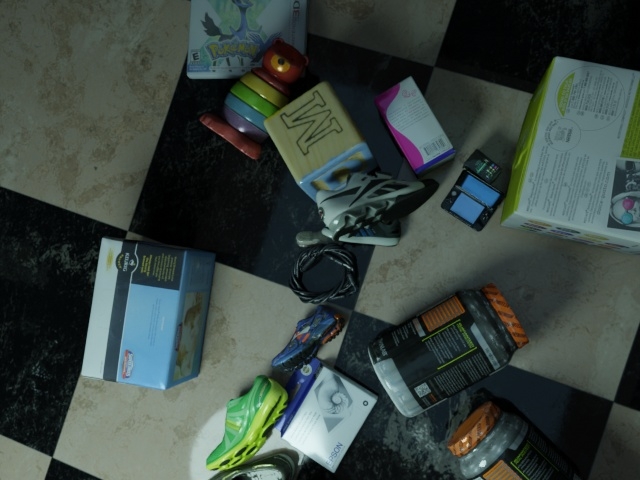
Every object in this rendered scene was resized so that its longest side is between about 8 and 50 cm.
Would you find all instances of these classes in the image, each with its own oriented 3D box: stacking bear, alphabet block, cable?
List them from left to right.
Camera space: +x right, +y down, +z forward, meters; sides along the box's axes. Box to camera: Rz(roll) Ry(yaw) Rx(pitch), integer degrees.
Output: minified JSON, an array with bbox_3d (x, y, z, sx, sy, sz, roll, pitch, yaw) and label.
[{"bbox_3d":[-0.148,-0.376,1.640,0.175,0.164,0.289,36,98,0],"label":"stacking bear"},{"bbox_3d":[-0.002,0.086,1.643,0.184,0.047,0.150,-11,99,16],"label":"cable"},{"bbox_3d":[0.004,-0.240,1.587,0.193,0.192,0.197,-31,73,5],"label":"alphabet block"}]

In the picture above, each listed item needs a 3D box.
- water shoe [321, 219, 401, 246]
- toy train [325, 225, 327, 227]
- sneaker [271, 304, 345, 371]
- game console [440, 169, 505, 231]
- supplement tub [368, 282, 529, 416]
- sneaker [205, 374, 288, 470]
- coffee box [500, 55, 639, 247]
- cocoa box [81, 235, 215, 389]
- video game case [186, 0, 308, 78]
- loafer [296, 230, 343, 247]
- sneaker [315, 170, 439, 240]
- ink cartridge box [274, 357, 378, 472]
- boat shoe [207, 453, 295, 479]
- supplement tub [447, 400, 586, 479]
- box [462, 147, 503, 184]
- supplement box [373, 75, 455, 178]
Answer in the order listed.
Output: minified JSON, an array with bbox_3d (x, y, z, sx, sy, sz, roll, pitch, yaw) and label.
[{"bbox_3d":[0.103,-0.033,1.617,0.203,0.073,0.080,6,93,-11],"label":"water shoe"},{"bbox_3d":[0.075,-0.097,1.652,0.125,0.046,0.166,21,91,10],"label":"toy train"},{"bbox_3d":[-0.039,0.253,1.638,0.221,0.083,0.087,-40,52,-4],"label":"sneaker"},{"bbox_3d":[0.376,-0.098,1.586,0.122,0.071,0.107,35,93,11],"label":"game console"},{"bbox_3d":[0.301,0.253,1.510,0.338,0.207,0.207,-30,82,7],"label":"supplement tub"},{"bbox_3d":[-0.197,0.474,1.652,0.295,0.109,0.123,-52,53,7],"label":"sneaker"},{"bbox_3d":[0.611,-0.168,1.413,0.334,0.337,0.338,14,90,11],"label":"coffee box"},{"bbox_3d":[-0.428,0.180,1.631,0.228,0.231,0.347,7,88,10],"label":"cocoa box"},{"bbox_3d":[-0.197,-0.591,1.735,0.329,0.036,0.300,2,87,10],"label":"video game case"},{"bbox_3d":[0.000,0.000,1.668,0.125,0.039,0.045,3,56,4],"label":"loafer"},{"bbox_3d":[0.139,-0.120,1.555,0.330,0.122,0.146,-18,65,-28],"label":"sneaker"},{"bbox_3d":[-0.002,0.437,1.634,0.224,0.045,0.223,30,92,11],"label":"ink cartridge box"},{"bbox_3d":[-0.212,0.640,1.636,0.305,0.091,0.109,-27,82,7],"label":"boat shoe"},{"bbox_3d":[0.459,0.538,1.472,0.316,0.193,0.193,45,95,9],"label":"supplement tub"},{"bbox_3d":[0.403,-0.179,1.590,0.083,0.062,0.052,41,93,10],"label":"box"},{"bbox_3d":[0.236,-0.280,1.601,0.111,0.114,0.220,-29,83,8],"label":"supplement box"}]
